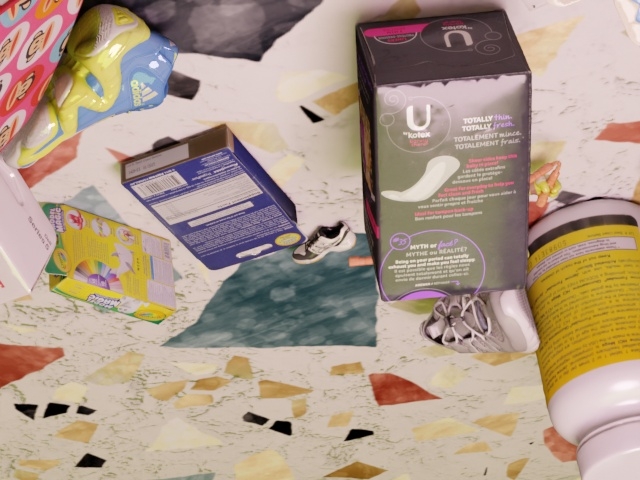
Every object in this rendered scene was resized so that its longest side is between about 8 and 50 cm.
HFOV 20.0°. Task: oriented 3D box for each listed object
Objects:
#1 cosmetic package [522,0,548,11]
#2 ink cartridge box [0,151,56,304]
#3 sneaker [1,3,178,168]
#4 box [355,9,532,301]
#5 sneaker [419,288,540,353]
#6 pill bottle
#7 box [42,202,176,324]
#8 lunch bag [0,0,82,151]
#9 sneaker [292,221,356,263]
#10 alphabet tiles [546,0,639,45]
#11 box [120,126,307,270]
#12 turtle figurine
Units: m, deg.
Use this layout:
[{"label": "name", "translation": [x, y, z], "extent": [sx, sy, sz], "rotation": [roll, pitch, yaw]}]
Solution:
[{"label": "cosmetic package", "translation": [0.288, -0.310, 1.750], "extent": [0.239, 0.060, 0.099], "rotation": [-22, 146, 21]}, {"label": "ink cartridge box", "translation": [-0.454, -0.006, 1.950], "extent": [0.273, 0.115, 0.198], "rotation": [-20, 116, 19]}, {"label": "sneaker", "translation": [-0.232, -0.141, 1.876], "extent": [0.126, 0.091, 0.240], "rotation": [16, 140, -33]}, {"label": "box", "translation": [0.128, -0.088, 1.909], "extent": [0.165, 0.143, 0.270], "rotation": [-5, 125, -4]}, {"label": "sneaker", "translation": [0.191, 0.103, 2.220], "extent": [0.115, 0.105, 0.281], "rotation": [-14, 171, -8]}, {"label": "pill bottle", "translation": [0.356, 0.133, 2.200], "extent": [0.188, 0.334, 0.188], "rotation": [-5, 147, -3]}, {"label": "box", "translation": [-0.254, 0.027, 2.119], "extent": [0.179, 0.105, 0.043], "rotation": [22, 136, -37]}, {"label": "lunch bag", "translation": [-0.313, -0.183, 1.687], "extent": [0.120, 0.258, 0.293], "rotation": [38, 136, 6]}, {"label": "sneaker", "translation": [0.000, 0.000, 2.207], "extent": [0.083, 0.032, 0.037], "rotation": [-22, 131, 13]}, {"label": "alphabet tiles", "translation": [0.315, -0.318, 1.651], "extent": [0.284, 0.021, 0.278], "rotation": [-19, 115, 19]}, {"label": "box", "translation": [-0.119, -0.044, 2.101], "extent": [0.136, 0.036, 0.225], "rotation": [-18, 145, 16]}, {"label": "turtle figurine", "translation": [0.164, -0.019, 2.150], "extent": [0.269, 0.087, 0.217], "rotation": [-28, 155, 3]}]
